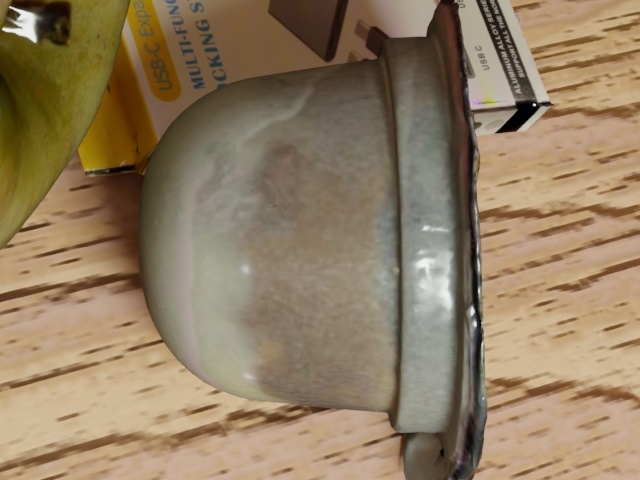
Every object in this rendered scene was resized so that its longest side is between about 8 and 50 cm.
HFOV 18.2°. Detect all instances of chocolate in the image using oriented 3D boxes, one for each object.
[{"bbox_3d":[-0.002,0.005,0.843,0.147,0.221,0.221,-6,62,5],"label":"chocolate"}]

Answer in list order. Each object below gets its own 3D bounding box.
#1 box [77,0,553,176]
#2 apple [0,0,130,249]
[{"bbox_3d":[-0.012,-0.101,0.949,0.247,0.033,0.129,-9,69,-31],"label":"box"},{"bbox_3d":[-0.198,-0.111,0.750,0.234,0.257,0.257,21,55,8],"label":"apple"}]
